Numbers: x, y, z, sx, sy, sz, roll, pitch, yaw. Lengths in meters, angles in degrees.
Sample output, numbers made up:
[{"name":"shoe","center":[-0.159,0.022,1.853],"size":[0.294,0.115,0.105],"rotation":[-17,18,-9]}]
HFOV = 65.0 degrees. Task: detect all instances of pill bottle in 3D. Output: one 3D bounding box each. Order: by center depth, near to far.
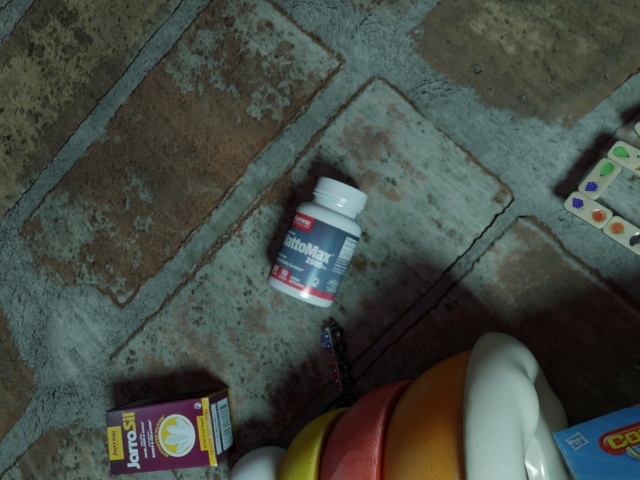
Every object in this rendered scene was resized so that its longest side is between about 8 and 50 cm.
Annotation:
[{"name":"pill bottle","center":[0.000,0.000,0.764],"size":[0.108,0.108,0.180],"rotation":[22,90,16]}]

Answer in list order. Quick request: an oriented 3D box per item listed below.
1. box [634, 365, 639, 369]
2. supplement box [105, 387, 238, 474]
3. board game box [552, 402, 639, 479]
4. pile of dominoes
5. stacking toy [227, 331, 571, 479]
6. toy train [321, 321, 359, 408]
[{"name":"box","center":[0.494,0.193,0.607],"size":[0.179,0.109,0.042],"rotation":[6,87,16]},{"name":"supplement box","center":[-0.240,0.307,0.810],"size":[0.188,0.081,0.103],"rotation":[-12,82,14]},{"name":"board game box","center":[0.439,0.275,0.510],"size":[0.302,0.086,0.308],"rotation":[-24,113,10]},{"name":"pile of dominoes","center":[0.474,-0.053,0.621],"size":[0.251,0.040,0.195],"rotation":[39,96,23]},{"name":"stacking toy","center":[0.060,0.320,0.646],"size":[0.481,0.351,0.350],"rotation":[-15,80,29]},{"name":"toy train","center":[0.030,0.205,0.777],"size":[0.036,0.027,0.158],"rotation":[-16,81,24]}]
